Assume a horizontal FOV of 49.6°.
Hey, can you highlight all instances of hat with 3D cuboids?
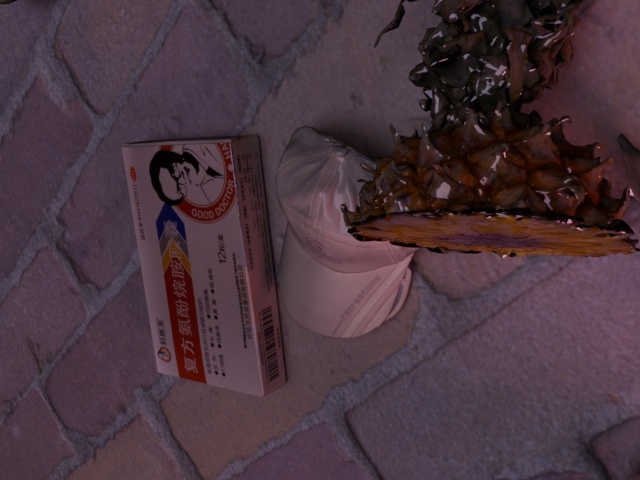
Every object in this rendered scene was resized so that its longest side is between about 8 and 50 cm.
[{"bbox_3d":[0.000,0.000,0.806,0.220,0.164,0.225,31,98,26],"label":"hat"}]

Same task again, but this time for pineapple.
[{"bbox_3d":[0.157,-0.129,0.629,0.263,0.263,0.271,0,81,36],"label":"pineapple"}]

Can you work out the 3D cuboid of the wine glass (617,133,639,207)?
[{"bbox_3d":[0.376,-0.103,0.550,0.262,0.074,0.074,-22,90,37],"label":"wine glass"}]

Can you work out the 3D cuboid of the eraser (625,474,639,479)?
[{"bbox_3d":[0.339,0.434,0.649,0.150,0.331,0.331,6,107,33],"label":"eraser"}]

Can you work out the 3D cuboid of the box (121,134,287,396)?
[{"bbox_3d":[-0.164,0.032,0.978,0.214,0.069,0.352,4,104,35],"label":"box"}]

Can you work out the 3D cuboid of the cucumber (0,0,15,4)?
[{"bbox_3d":[-0.398,-0.464,0.974,0.145,0.105,0.325,41,128,-13],"label":"cucumber"}]
